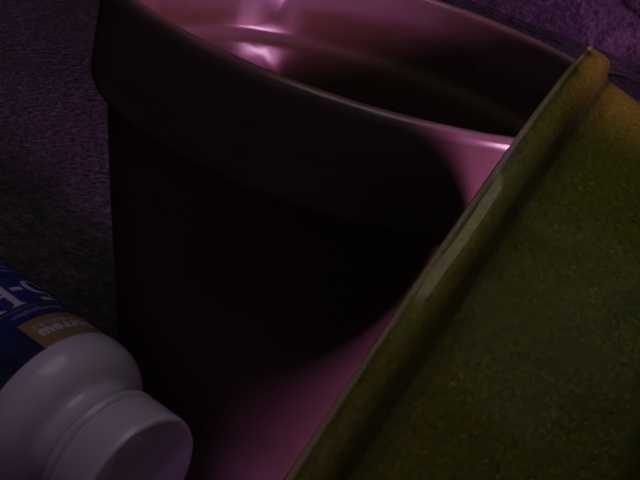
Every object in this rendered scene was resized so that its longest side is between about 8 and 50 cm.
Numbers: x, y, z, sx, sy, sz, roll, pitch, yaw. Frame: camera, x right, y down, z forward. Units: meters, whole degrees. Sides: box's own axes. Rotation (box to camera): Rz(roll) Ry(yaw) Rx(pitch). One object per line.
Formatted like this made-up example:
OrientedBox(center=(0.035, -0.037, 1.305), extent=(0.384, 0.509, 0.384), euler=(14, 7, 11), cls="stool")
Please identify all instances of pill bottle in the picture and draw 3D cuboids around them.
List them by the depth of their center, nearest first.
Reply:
OrientedBox(center=(-0.165, 0.087, 0.699), extent=(0.186, 0.112, 0.112), euler=(30, 26, 29), cls="pill bottle")

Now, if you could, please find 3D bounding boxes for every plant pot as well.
OrientedBox(center=(0.147, 0.179, 0.459), extent=(0.353, 0.366, 0.366), euler=(33, 25, 8), cls="plant pot")
OrientedBox(center=(0.000, 0.000, 0.792), extent=(0.323, 0.280, 0.323), euler=(13, 23, -6), cls="plant pot")
